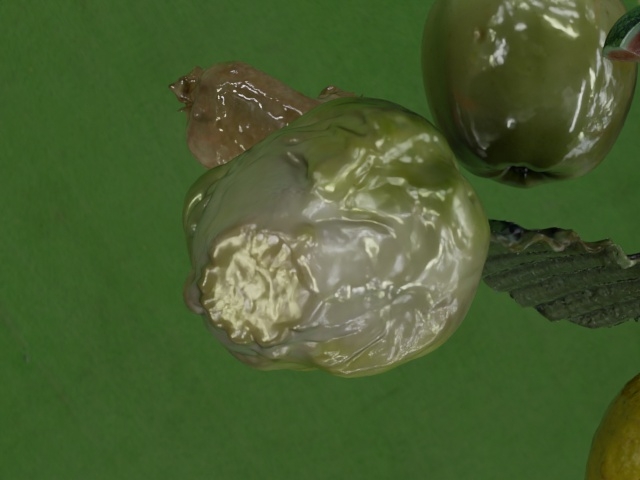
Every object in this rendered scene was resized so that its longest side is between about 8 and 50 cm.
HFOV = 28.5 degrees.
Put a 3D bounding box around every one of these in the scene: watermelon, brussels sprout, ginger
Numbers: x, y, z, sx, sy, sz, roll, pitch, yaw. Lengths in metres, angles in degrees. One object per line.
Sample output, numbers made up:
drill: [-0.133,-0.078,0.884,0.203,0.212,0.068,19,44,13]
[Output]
watermelon: [0.373,-0.238,1.450,0.092,0.084,0.072,-46,115,-2]
brussels sprout: [0.012,-0.003,1.127,0.273,0.316,0.243,-8,100,-2]
ginger: [-0.057,-0.128,1.505,0.267,0.152,0.138,15,130,-9]

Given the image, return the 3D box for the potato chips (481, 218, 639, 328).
potato chips: [0.335,0.048,1.871,0.358,0.429,0.070,21,78,-12]

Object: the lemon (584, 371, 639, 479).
lemon: [0.440,0.291,1.486,0.316,0.285,0.285,-46,118,-15]

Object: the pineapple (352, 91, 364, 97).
pineapple: [0.029,-0.123,1.690,0.166,0.193,0.166,2,124,2]

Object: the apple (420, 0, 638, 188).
apple: [0.325,-0.260,1.952,0.357,0.357,0.357,-6,114,-14]
